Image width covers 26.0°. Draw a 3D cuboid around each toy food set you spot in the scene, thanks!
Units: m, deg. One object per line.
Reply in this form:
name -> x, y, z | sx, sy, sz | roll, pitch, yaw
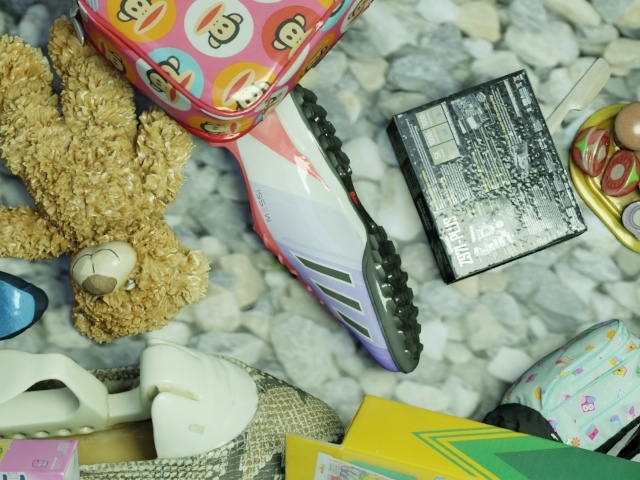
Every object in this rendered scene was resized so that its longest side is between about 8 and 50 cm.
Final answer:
toy food set -> 0.331, -0.080, 1.436 | 0.128, 0.071, 0.218 | -42, 88, -6

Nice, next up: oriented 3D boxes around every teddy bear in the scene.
teddy bear -> -0.236, -0.066, 1.385 | 0.245, 0.113, 0.337 | -3, 84, -1

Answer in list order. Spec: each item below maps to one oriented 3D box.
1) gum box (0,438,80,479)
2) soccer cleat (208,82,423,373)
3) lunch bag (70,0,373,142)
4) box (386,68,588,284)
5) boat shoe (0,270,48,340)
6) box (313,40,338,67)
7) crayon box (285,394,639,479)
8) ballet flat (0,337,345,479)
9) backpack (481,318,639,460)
gum box -> -0.274, 0.276, 1.260 | 0.107, 0.062, 0.188 | 1, 111, 2
soccer cleat -> 0.000, 0.000, 1.405 | 0.116, 0.108, 0.318 | -27, 88, 15
lunch bag -> -0.094, -0.268, 1.334 | 0.258, 0.120, 0.293 | 41, 76, 3
box -> 0.169, -0.064, 1.422 | 0.147, 0.077, 0.180 | -21, 86, -5
boat shoe -> -0.394, 0.062, 1.371 | 0.258, 0.089, 0.109 | 14, 96, 14
box -> -0.002, -0.327, 1.448 | 0.183, 0.059, 0.232 | 41, 84, 2
crayon box -> 0.130, 0.268, 1.303 | 0.323, 0.083, 0.203 | 12, 126, 15
ballet flat -> -0.217, 0.173, 1.317 | 0.483, 0.182, 0.164 | -4, 43, -2
backpack -> 0.258, 0.162, 1.374 | 0.182, 0.152, 0.115 | -33, 100, -18
